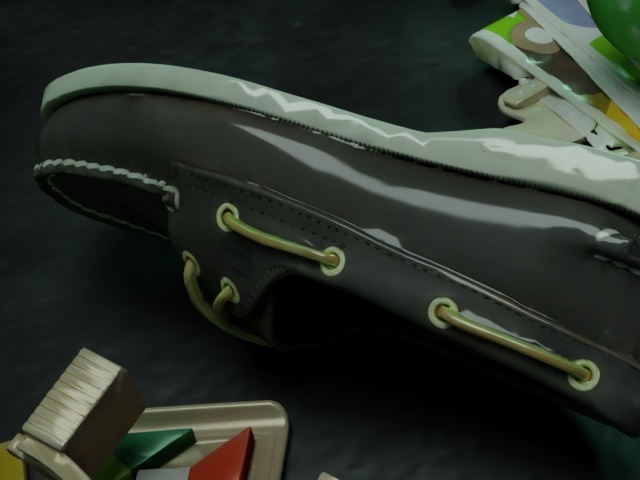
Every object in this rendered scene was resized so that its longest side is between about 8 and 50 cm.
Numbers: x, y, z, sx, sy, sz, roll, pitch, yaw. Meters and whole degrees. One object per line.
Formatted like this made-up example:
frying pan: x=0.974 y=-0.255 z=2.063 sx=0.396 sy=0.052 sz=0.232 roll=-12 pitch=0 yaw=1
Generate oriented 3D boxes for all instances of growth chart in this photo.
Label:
growth chart: x=0.137 y=-0.071 z=0.593 sx=0.172 sy=0.021 sz=0.237 roll=-17 pitch=40 yaw=-3

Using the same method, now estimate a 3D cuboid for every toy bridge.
toy bridge: x=-0.008 y=0.090 z=0.430 sx=0.188 sy=0.026 sz=0.063 roll=23 pitch=64 yaw=27

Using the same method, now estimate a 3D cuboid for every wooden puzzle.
wooden puzzle: x=-0.046 y=0.074 z=0.482 sx=0.116 sy=0.014 sz=0.078 roll=-9 pitch=40 yaw=5

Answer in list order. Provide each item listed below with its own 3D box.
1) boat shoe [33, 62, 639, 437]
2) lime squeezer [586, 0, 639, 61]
boat shoe: x=0.000 y=0.000 z=0.504 sx=0.228 sy=0.081 sz=0.069 roll=12 pitch=75 yaw=30
lime squeezer: x=0.147 y=-0.111 z=0.540 sx=0.310 sy=0.110 sz=0.059 roll=-5 pitch=23 yaw=6
